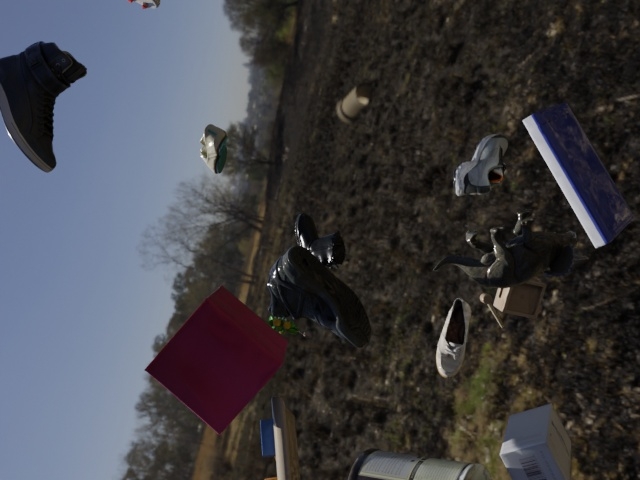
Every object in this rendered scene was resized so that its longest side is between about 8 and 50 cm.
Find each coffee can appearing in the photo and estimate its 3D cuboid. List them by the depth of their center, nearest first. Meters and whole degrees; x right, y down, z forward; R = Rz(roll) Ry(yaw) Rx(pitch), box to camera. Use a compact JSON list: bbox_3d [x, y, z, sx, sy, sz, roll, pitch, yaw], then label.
[{"bbox_3d":[0.224,0.587,1.312,0.275,0.201,0.201,-8,64,37],"label":"coffee can"}]

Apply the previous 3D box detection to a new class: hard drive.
[{"bbox_3d":[0.592,-0.159,1.330,0.040,0.210,0.318,-32,85,44],"label":"hard drive"}]

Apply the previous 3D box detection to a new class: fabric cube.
[{"bbox_3d":[-0.272,0.312,1.595,0.254,0.258,0.259,-50,3,3],"label":"fabric cube"}]

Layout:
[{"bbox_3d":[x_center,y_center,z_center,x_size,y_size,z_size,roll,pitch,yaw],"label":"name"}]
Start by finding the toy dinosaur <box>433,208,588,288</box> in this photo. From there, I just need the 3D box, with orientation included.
[{"bbox_3d":[0.398,0.036,1.210,0.121,0.314,0.160,-95,-18,-79],"label":"toy dinosaur"}]

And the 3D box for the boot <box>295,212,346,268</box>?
[{"bbox_3d":[0.000,0.000,1.154,0.099,0.045,0.121,-11,77,41],"label":"boot"}]

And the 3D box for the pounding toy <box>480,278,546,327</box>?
[{"bbox_3d":[0.639,0.205,2.012,0.094,0.206,0.181,-122,45,-78],"label":"pounding toy"}]

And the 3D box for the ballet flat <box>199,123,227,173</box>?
[{"bbox_3d":[-0.325,-0.278,1.768,0.248,0.086,0.086,126,155,-70],"label":"ballet flat"}]

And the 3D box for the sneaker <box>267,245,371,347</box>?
[{"bbox_3d":[-0.010,0.123,1.097,0.130,0.227,0.087,-39,11,39],"label":"sneaker"}]

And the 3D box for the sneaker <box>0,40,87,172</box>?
[{"bbox_3d":[-0.493,-0.253,1.069,0.086,0.163,0.226,167,78,-88],"label":"sneaker"}]

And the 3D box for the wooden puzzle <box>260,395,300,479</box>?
[{"bbox_3d":[-0.107,0.620,1.598,0.348,0.081,0.322,83,180,-63],"label":"wooden puzzle"}]

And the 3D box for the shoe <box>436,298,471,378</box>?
[{"bbox_3d":[0.355,0.258,1.564,0.058,0.077,0.219,57,-134,-58],"label":"shoe"}]

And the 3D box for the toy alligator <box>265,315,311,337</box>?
[{"bbox_3d":[-0.118,0.299,2.062,0.056,0.190,0.051,129,151,-51],"label":"toy alligator"}]

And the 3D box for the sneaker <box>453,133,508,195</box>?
[{"bbox_3d":[0.452,-0.196,1.565,0.271,0.108,0.100,-47,-43,-38],"label":"sneaker"}]

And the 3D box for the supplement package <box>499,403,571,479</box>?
[{"bbox_3d":[0.469,0.449,1.265,0.105,0.105,0.179,-28,-1,27],"label":"supplement package"}]

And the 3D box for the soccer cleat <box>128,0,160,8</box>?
[{"bbox_3d":[-0.398,-0.544,1.171,0.076,0.196,0.068,-58,7,-19],"label":"soccer cleat"}]
